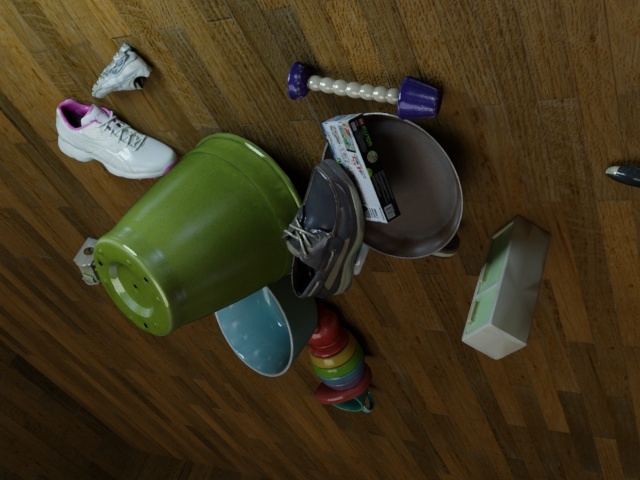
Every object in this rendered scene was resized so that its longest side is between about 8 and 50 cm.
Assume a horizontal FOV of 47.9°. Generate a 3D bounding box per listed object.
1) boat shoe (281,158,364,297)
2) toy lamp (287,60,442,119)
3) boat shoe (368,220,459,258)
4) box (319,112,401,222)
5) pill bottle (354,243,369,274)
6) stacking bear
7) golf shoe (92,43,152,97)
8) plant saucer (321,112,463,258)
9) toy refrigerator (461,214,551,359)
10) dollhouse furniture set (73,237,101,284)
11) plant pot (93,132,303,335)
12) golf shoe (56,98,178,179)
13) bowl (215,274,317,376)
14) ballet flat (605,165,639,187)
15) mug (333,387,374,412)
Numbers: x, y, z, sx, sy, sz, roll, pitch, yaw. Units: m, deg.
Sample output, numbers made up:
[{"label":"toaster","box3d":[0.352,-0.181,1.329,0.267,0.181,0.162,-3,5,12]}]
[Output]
[{"label":"boat shoe","box3d":[0.000,0.000,1.452,0.132,0.130,0.355,45,149,37]},{"label":"toy lamp","box3d":[0.079,-0.265,1.287,0.274,0.080,0.080,11,145,17]},{"label":"boat shoe","box3d":[0.177,-0.024,1.560,0.257,0.095,0.095,28,151,16]},{"label":"box","box3d":[0.075,-0.135,1.360,0.114,0.036,0.207,15,131,62]},{"label":"pill bottle","box3d":[0.011,-0.010,1.647,0.208,0.117,0.117,22,147,3]},{"label":"stacking bear","box3d":[0.029,0.309,2.057,0.164,0.175,0.289,-5,130,25]},{"label":"golf shoe","box3d":[-0.418,-0.333,1.511,0.086,0.069,0.176,33,147,-25]},{"label":"plant saucer","box3d":[0.143,-0.110,1.414,0.310,0.050,0.311,19,128,26]},{"label":"toy refrigerator","box3d":[0.368,0.089,1.430,0.094,0.269,0.102,29,147,-9]},{"label":"dollhouse furniture set","box3d":[-0.648,0.102,2.220,0.161,0.101,0.182,16,146,12]},{"label":"plant pot","box3d":[-0.271,0.010,1.534,0.366,0.353,0.366,27,137,29]},{"label":"golf shoe","box3d":[-0.474,-0.231,1.646,0.306,0.115,0.140,16,143,10]},{"label":"bowl","box3d":[-0.125,0.183,1.900,0.311,0.163,0.311,26,129,37]},{"label":"ballet flat","box3d":[0.582,-0.113,1.236,0.173,0.049,0.057,8,177,28]},{"label":"mug","box3d":[0.093,0.475,2.292,0.129,0.097,0.158,-4,139,34]}]
